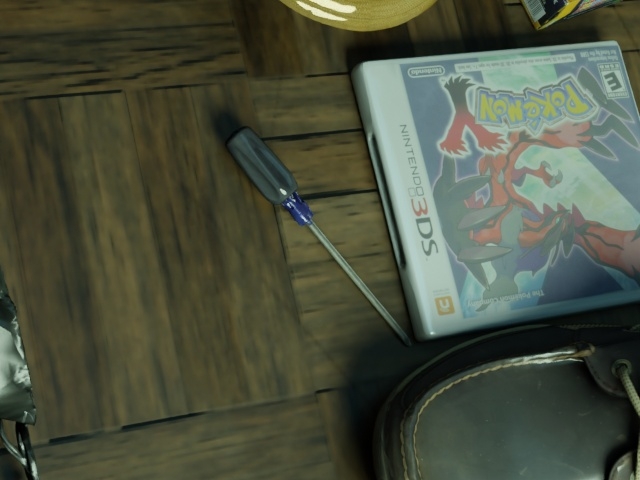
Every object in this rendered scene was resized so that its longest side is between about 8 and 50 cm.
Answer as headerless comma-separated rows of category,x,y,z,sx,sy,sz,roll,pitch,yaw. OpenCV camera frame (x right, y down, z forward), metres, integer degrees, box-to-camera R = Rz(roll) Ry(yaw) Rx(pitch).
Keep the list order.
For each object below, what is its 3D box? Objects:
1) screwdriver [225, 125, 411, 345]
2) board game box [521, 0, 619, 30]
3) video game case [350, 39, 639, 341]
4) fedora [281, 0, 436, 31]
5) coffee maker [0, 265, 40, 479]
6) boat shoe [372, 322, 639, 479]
screwdriver,0.000,0.000,0.804,0.024,0.025,0.170,-43,101,-27
board game box,0.179,-0.248,0.930,0.141,0.048,0.170,-23,83,-25
video game case,0.133,-0.038,0.861,0.201,0.023,0.183,-8,77,-24
fedora,0.000,-0.218,0.833,0.194,0.079,0.194,5,78,-23
coffee maker,-0.237,0.070,0.629,0.178,0.120,0.171,-18,82,-25
boat shoe,0.203,0.098,0.786,0.355,0.130,0.132,-7,76,-23
